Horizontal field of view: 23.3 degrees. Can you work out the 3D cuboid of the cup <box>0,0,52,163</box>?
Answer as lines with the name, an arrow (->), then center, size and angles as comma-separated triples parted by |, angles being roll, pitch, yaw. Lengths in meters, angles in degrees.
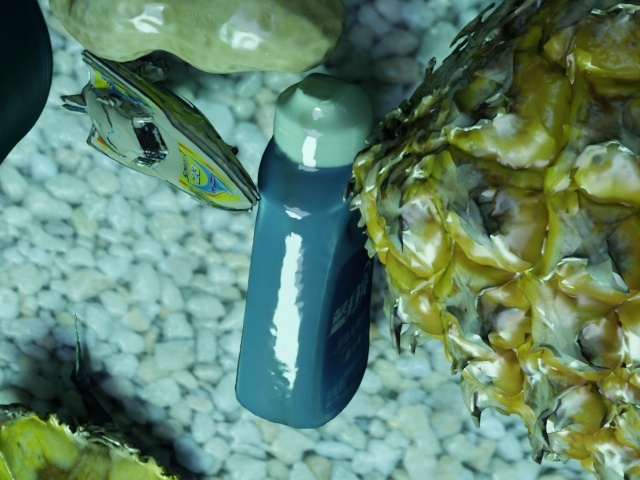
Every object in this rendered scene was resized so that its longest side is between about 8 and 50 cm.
cup -> -0.337, -0.091, 1.107 | 0.308, 0.292, 0.242 | -18, 118, 30

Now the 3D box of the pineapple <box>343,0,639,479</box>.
pineapple -> 0.196, -0.026, 0.976 | 0.300, 0.352, 0.352 | 45, 126, -4

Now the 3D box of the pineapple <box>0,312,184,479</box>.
pineapple -> -0.220, 0.236, 1.434 | 0.334, 0.158, 0.161 | 59, 160, -20

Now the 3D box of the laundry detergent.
laundry detergent -> 0.000, 0.000, 1.160 | 0.094, 0.143, 0.289 | 22, 130, 18

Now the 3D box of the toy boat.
toy boat -> -0.110, -0.074, 1.141 | 0.210, 0.066, 0.084 | 35, 135, 38

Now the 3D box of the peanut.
peanut -> -0.093, -0.163, 1.100 | 0.228, 0.085, 0.104 | 8, 153, 20
